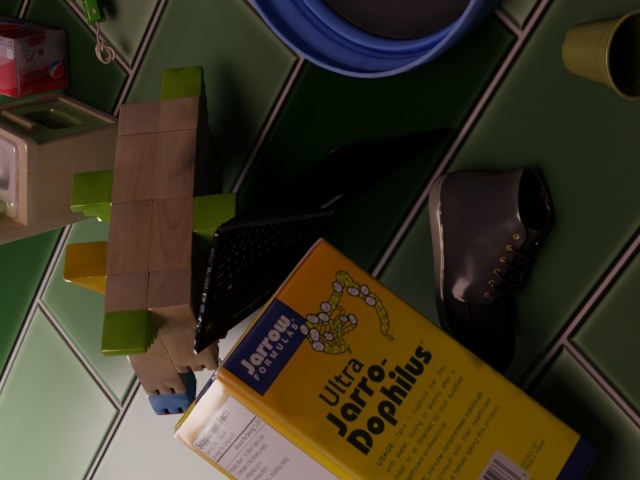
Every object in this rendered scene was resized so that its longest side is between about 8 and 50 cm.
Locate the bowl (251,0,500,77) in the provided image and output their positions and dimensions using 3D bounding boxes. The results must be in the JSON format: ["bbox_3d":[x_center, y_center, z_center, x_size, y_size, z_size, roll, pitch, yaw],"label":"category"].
[{"bbox_3d":[0.051,-0.365,1.579,0.391,0.077,0.391,17,115,41],"label":"bowl"}]

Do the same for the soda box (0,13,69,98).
[{"bbox_3d":[-0.463,-0.263,2.118,0.263,0.092,0.083,17,117,40],"label":"soda box"}]

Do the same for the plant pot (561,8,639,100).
[{"bbox_3d":[0.269,-0.175,1.432,0.079,0.083,0.083,16,115,54],"label":"plant pot"}]

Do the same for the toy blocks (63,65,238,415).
[{"bbox_3d":[-0.167,0.026,1.817,0.261,0.191,0.381,74,-168,-55],"label":"toy blocks"}]

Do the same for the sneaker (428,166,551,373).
[{"bbox_3d":[0.183,0.035,1.578,0.118,0.083,0.222,-6,98,46],"label":"sneaker"}]

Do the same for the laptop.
[{"bbox_3d":[0.000,0.000,1.645,0.136,0.234,0.264,30,129,22],"label":"laptop"}]

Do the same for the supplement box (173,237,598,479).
[{"bbox_3d":[0.062,0.204,1.563,0.356,0.195,0.194,37,149,0],"label":"supplement box"}]

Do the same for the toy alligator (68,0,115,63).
[{"bbox_3d":[-0.295,-0.318,1.965,0.051,0.056,0.189,-117,13,-83],"label":"toy alligator"}]

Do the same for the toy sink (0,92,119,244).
[{"bbox_3d":[-0.383,-0.100,1.992,0.153,0.234,0.131,25,121,38],"label":"toy sink"}]
